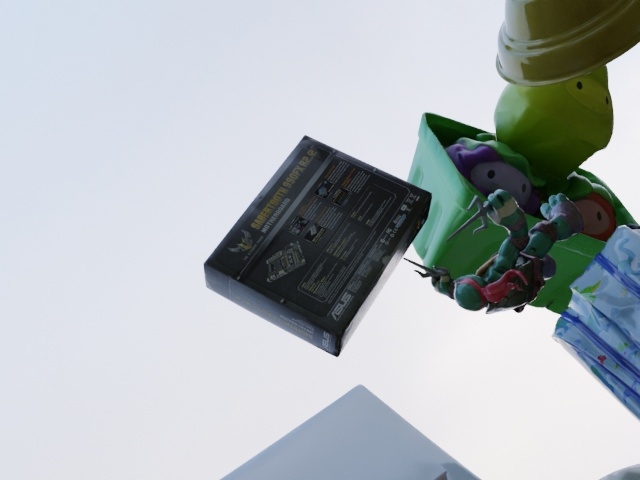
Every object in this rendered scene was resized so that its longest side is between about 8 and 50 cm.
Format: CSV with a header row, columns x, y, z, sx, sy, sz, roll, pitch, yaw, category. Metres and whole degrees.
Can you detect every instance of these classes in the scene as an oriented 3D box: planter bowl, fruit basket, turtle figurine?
x,y,z,sx,sy,sz,roll,pitch,yaw,category
0.280,-0.280,1.061,0.217,0.217,0.090,-43,-59,-8,planter bowl
0.334,-0.108,1.381,0.392,0.283,0.392,-7,-52,-9,fruit basket
0.196,0.026,1.037,0.234,0.118,0.175,-18,-21,-43,turtle figurine

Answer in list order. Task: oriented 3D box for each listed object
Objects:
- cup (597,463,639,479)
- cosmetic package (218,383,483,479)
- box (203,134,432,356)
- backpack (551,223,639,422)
x,y,z,sx,sy,sz,roll,pitch,yaw,category
0.433,0.443,1.068,0.331,0.237,0.331,0,-91,4,cup
0.076,0.525,1.511,0.329,0.327,0.394,-31,-53,-22,cosmetic package
0.000,0.000,1.104,0.231,0.183,0.056,-55,-18,-30,box
0.443,0.126,1.085,0.290,0.356,0.273,18,-56,-38,backpack
